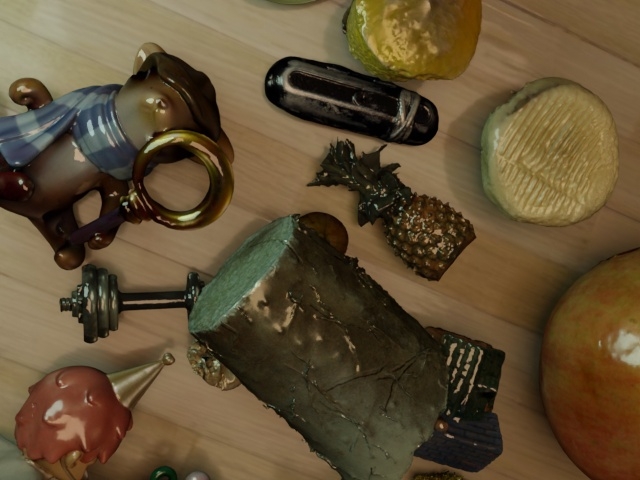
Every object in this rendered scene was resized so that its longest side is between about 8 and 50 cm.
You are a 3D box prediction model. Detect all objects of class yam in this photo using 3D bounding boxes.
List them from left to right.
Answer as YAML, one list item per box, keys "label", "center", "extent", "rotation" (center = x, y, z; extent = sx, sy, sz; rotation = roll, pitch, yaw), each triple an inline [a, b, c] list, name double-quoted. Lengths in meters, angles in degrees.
- label: "yam"
  center: [0.002, 0.145, 1.281]
  extent: [0.241, 0.241, 0.348]
  rotation: [-47, 114, -3]

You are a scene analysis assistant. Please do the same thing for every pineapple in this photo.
- label: "pineapple"
  center: [0.105, -0.054, 1.388]
  extent: [0.251, 0.125, 0.125]
  rotation: [38, 88, 2]

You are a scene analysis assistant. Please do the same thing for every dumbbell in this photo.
- label: "dumbbell"
  center: [-0.235, 0.084, 1.347]
  extent: [0.254, 0.110, 0.110]
  rotation: [-2, 93, -14]

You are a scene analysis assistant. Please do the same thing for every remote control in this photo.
- label: "remote control"
  center: [0.050, -0.201, 1.383]
  extent: [0.265, 0.066, 0.090]
  rotation: [14, 92, -8]

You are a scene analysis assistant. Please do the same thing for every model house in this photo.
- label: "model house"
  center: [0.195, 0.230, 1.375]
  extent: [0.166, 0.172, 0.183]
  rotation: [17, 90, -7]

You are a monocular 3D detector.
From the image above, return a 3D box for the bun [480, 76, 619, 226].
- label: "bun"
  center: [0.327, -0.128, 1.393]
  extent: [0.220, 0.134, 0.221]
  rotation: [-1, 94, -15]

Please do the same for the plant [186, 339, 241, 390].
- label: "plant"
  center: [-0.122, 0.145, 1.350]
  extent: [0.104, 0.116, 0.122]
  rotation: [38, 114, 16]

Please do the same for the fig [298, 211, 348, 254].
- label: "fig"
  center: [0.000, 0.000, 1.358]
  extent: [0.088, 0.125, 0.089]
  rotation: [0, 89, -5]

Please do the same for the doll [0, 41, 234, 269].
- label: "doll"
  center: [-0.290, -0.121, 1.268]
  extent: [0.339, 0.209, 0.318]
  rotation: [-26, 87, -2]

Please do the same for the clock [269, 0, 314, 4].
- label: "clock"
  center: [-0.037, -0.444, 1.325]
  extent: [0.235, 0.029, 0.235]
  rotation: [-8, 120, -14]

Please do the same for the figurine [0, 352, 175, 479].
- label: "figurine"
  center: [-0.362, 0.278, 1.309]
  extent: [0.387, 0.207, 0.166]
  rotation: [-39, 117, -18]

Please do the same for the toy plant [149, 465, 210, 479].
- label: "toy plant"
  center: [-0.239, 0.427, 1.353]
  extent: [0.232, 0.112, 0.243]
  rotation: [-15, 112, -18]

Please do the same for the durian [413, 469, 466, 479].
- label: "durian"
  center: [0.203, 0.459, 1.429]
  extent: [0.137, 0.095, 0.221]
  rotation: [-4, 100, -7]

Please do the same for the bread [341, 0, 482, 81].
- label: "bread"
  center: [0.124, -0.302, 1.331]
  extent: [0.197, 0.170, 0.197]
  rotation: [1, 85, -16]

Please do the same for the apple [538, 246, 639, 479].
- label: "apple"
  center: [0.516, 0.192, 1.332]
  extent: [0.391, 0.346, 0.392]
  rotation: [-2, 97, -12]
